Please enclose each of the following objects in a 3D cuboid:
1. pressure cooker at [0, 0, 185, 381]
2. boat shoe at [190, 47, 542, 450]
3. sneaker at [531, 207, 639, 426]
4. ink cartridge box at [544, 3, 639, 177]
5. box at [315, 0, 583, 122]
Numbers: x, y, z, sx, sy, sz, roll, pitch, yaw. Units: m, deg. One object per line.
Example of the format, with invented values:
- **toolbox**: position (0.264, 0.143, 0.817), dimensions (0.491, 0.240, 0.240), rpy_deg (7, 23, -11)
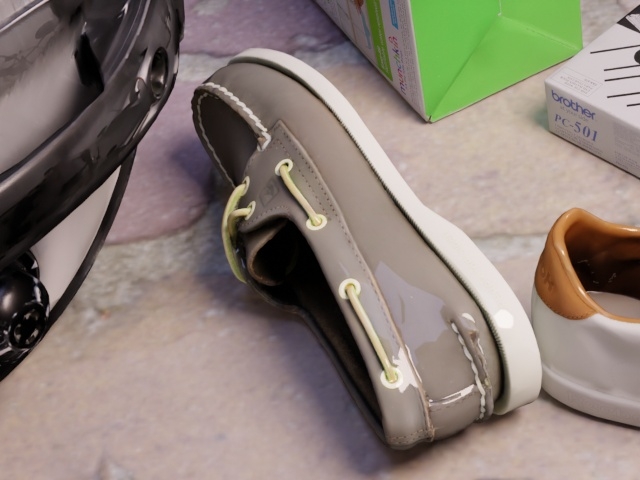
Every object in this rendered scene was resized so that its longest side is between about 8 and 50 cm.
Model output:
- **pressure cooker**: position (-0.295, -0.088, 0.948), dimensions (0.420, 0.375, 0.369), rpy_deg (24, 93, 32)
- **boat shoe**: position (0.000, -0.003, 0.972), dimensions (0.091, 0.109, 0.305), rpy_deg (-25, 49, -19)
- **sneaker**: position (0.239, 0.050, 0.854), dimensions (0.290, 0.123, 0.106), rpy_deg (10, 46, 20)
- **ink cartridge box**: position (0.241, -0.065, 1.024), dimensions (0.097, 0.046, 0.207), rpy_deg (-39, 50, -24)
- **box**: position (0.046, -0.251, 1.105), dimensions (0.127, 0.262, 0.231), rpy_deg (-24, 44, -13)
